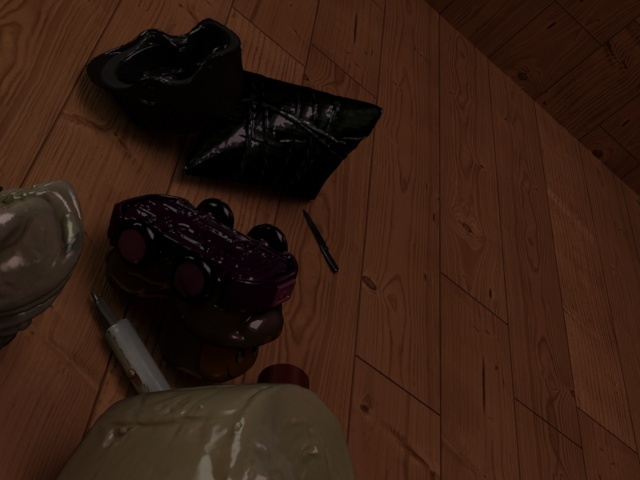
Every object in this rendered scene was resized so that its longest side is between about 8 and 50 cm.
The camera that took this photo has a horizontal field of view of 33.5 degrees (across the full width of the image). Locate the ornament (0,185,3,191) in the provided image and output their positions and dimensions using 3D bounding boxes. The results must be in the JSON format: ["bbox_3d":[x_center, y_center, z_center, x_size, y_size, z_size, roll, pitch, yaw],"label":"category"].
[{"bbox_3d":[-0.505,-0.070,1.317,0.202,0.236,0.080,-80,155,-46],"label":"ornament"}]

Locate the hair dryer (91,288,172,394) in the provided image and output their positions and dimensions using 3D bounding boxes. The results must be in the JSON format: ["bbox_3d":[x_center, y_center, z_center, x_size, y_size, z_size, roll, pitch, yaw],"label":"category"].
[{"bbox_3d":[-0.282,0.219,1.661,0.173,0.107,0.357,-2,50,-54],"label":"hair dryer"}]

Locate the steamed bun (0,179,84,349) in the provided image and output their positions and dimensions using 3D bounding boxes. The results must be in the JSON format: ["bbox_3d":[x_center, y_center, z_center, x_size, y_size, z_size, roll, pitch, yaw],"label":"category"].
[{"bbox_3d":[-0.453,0.051,1.431,0.268,0.280,0.207,-53,130,-69],"label":"steamed bun"}]

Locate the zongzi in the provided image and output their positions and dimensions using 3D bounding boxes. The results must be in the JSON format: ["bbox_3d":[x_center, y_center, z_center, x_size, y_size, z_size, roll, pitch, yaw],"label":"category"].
[{"bbox_3d":[-0.124,-0.197,2.206,0.384,0.319,0.362,27,44,-5],"label":"zongzi"}]

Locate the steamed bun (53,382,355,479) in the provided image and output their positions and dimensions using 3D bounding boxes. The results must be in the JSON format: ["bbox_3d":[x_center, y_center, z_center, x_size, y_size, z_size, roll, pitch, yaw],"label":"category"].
[{"bbox_3d":[-0.148,0.403,1.313,0.290,0.371,0.455,53,44,-30],"label":"steamed bun"}]

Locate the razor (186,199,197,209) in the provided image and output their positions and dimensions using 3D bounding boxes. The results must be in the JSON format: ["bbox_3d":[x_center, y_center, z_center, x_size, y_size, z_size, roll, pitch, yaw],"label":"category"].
[{"bbox_3d":[-0.256,-0.014,1.986,0.068,0.040,0.135,41,36,-15],"label":"razor"}]

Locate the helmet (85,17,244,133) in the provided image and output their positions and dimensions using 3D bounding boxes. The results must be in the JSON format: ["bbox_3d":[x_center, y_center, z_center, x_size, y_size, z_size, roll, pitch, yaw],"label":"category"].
[{"bbox_3d":[-0.288,-0.303,2.087,0.225,0.306,0.177,-95,171,-52],"label":"helmet"}]

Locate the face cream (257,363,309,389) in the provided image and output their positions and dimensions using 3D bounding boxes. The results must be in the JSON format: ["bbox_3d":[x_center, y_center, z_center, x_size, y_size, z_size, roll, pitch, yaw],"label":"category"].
[{"bbox_3d":[-0.069,0.318,1.807,0.096,0.096,0.214,35,33,-24],"label":"face cream"}]

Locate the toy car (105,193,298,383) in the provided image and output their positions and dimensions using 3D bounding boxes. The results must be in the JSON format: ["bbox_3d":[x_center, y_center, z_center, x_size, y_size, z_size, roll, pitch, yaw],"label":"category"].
[{"bbox_3d":[-0.212,0.079,1.787,0.341,0.240,0.271,29,23,20],"label":"toy car"}]

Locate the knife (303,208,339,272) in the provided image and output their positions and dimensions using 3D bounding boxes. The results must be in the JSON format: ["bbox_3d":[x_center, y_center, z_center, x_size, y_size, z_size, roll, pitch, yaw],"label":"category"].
[{"bbox_3d":[0.000,0.000,2.329,0.023,0.010,0.170,2,54,-51],"label":"knife"}]
